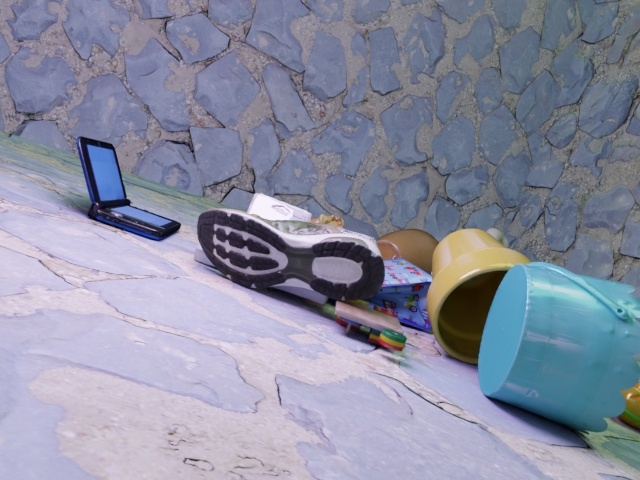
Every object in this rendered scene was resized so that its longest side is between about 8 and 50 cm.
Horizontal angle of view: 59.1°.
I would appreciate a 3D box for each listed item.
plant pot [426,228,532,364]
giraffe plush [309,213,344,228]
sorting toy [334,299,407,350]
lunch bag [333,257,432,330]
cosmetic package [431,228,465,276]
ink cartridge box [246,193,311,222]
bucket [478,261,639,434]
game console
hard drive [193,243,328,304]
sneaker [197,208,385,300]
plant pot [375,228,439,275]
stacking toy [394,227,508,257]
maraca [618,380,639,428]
[{"bbox_3d":[0.348,0.100,1.243,0.254,0.254,0.239,19,28,-13],"label":"plant pot"},{"bbox_3d":[0.000,0.000,1.746,0.210,0.170,0.181,10,4,2],"label":"giraffe plush"},{"bbox_3d":[0.087,0.162,1.107,0.132,0.046,0.274,20,5,1],"label":"sorting toy"},{"bbox_3d":[0.117,0.117,1.433,0.293,0.138,0.221,9,10,-19],"label":"lunch bag"},{"bbox_3d":[0.393,0.117,1.547,0.113,0.160,0.309,34,-13,25],"label":"cosmetic package"},{"bbox_3d":[-0.125,-0.017,1.489,0.154,0.093,0.212,20,-30,-4],"label":"ink cartridge box"},{"bbox_3d":[0.401,0.176,0.978,0.183,0.281,0.281,16,4,4],"label":"bucket"},{"bbox_3d":[-0.471,-0.131,1.422,0.250,0.173,0.293,19,5,-6],"label":"game console"},{"bbox_3d":[-0.106,0.049,1.303,0.308,0.040,0.203,18,19,11],"label":"hard drive"},{"bbox_3d":[-0.058,0.013,1.194,0.411,0.158,0.182,14,22,9],"label":"sneaker"},{"bbox_3d":[0.239,0.069,1.764,0.237,0.237,0.254,22,7,29],"label":"plant pot"},{"bbox_3d":[0.458,0.119,2.161,0.480,0.350,0.351,3,-5,31],"label":"stacking toy"},{"bbox_3d":[0.682,0.332,1.194,0.127,0.099,0.186,32,32,25],"label":"maraca"}]
